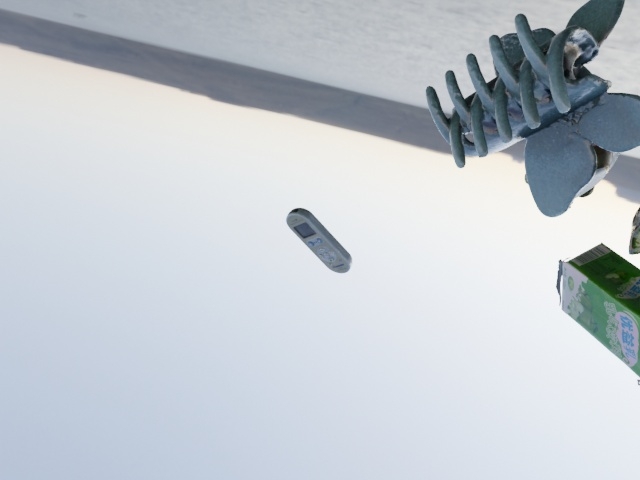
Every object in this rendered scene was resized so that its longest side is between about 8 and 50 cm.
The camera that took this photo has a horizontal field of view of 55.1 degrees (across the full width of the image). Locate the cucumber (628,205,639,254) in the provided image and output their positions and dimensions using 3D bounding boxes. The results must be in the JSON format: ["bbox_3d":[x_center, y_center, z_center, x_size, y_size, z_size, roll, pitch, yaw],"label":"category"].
[{"bbox_3d":[0.592,-0.048,1.060,0.115,0.063,0.244,-12,-170,30],"label":"cucumber"}]

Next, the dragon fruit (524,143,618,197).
[{"bbox_3d":[0.777,-0.226,1.879,0.268,0.295,0.130,15,-130,-47],"label":"dragon fruit"}]

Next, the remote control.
[{"bbox_3d":[0.000,0.000,1.715,0.087,0.047,0.244,-18,122,47],"label":"remote control"}]

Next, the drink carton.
[{"bbox_3d":[0.609,0.143,1.243,0.108,0.161,0.271,-22,-144,-10],"label":"drink carton"}]

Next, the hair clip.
[{"bbox_3d":[0.377,-0.251,1.085,0.238,0.392,0.318,-7,170,-28],"label":"hair clip"}]
